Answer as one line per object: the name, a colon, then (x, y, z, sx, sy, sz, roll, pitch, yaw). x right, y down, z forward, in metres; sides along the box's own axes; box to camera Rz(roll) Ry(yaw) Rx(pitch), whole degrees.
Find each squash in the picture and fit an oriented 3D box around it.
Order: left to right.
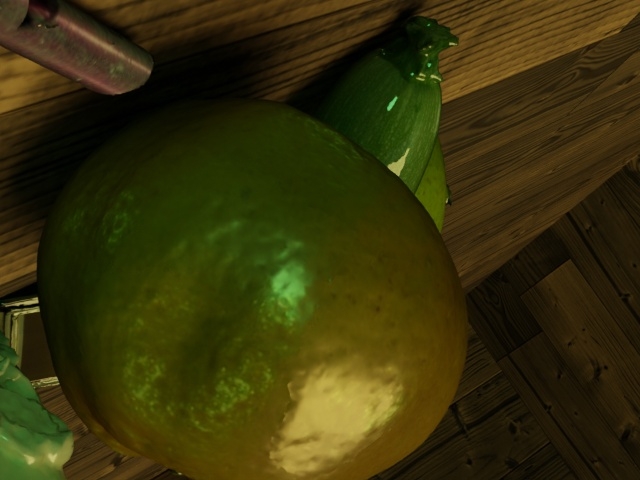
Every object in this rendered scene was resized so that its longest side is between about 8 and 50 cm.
squash: (0.000, 0.000, 0.838, 0.107, 0.107, 0.395, -18, 141, -53)

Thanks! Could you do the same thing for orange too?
orange: (-0.044, 0.045, 0.657, 0.235, 0.279, 0.279, -54, 172, -11)

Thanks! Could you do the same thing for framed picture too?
framed picture: (-0.191, 0.086, 0.932, 0.197, 0.014, 0.252, -9, 160, -20)

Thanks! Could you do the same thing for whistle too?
whistle: (-0.123, -0.095, 0.472, 0.033, 0.033, 0.176, -35, 169, 9)

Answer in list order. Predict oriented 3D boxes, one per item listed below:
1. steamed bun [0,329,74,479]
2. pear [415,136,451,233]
steamed bun: (-0.280, 0.171, 0.550, 0.312, 0.233, 0.334, -15, -163, -26)
pear: (-0.020, 0.012, 0.980, 0.239, 0.139, 0.288, -9, 155, -40)
